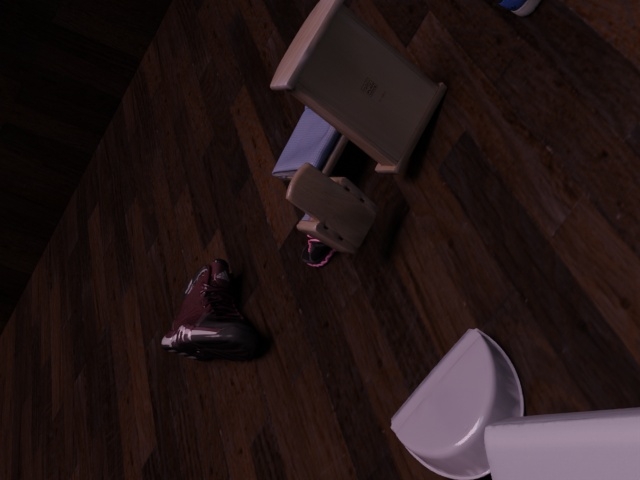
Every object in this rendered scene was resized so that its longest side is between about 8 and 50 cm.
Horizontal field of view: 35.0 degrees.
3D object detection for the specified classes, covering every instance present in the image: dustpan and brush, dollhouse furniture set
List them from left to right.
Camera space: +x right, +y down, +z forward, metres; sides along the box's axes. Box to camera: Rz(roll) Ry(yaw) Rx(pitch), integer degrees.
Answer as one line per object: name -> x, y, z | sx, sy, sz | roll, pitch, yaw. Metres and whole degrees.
dollhouse furniture set -> -0.034, -0.161, 1.377 | 0.303, 0.198, 0.286 | 8, 66, 61
dustpan and brush -> 0.161, 0.196, 1.000 | 0.147, 0.060, 0.211 | -51, 24, 9

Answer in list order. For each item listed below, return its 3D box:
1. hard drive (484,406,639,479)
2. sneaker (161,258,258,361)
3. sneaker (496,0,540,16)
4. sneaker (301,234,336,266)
hard drive -> 0.265, 0.228, 0.689 | 0.353, 0.047, 0.233 | -21, 80, 56
sneaker -> -0.167, 0.102, 1.613 | 0.281, 0.106, 0.162 | -11, 59, 60
sneaker -> 0.242, -0.345, 1.179 | 0.152, 0.084, 0.058 | -59, 29, 19
sneaker -> 0.000, 0.000, 1.421 | 0.119, 0.057, 0.047 | -33, 47, 51
